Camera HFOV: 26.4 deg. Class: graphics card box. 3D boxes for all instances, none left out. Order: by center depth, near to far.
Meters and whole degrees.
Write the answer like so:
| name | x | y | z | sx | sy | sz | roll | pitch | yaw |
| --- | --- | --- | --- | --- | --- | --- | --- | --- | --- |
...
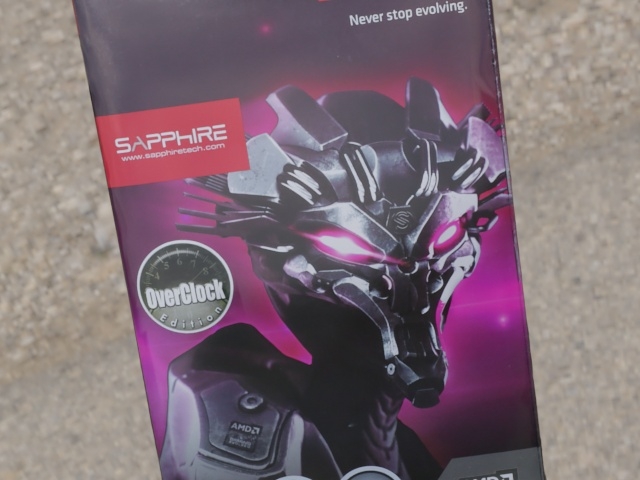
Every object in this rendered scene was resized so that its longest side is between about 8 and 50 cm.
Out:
| name | x | y | z | sx | sy | sz | roll | pitch | yaw |
| --- | --- | --- | --- | --- | --- | --- | --- | --- | --- |
| graphics card box | 0.000 | 0.000 | 0.807 | 0.233 | 0.370 | 0.094 | -7 | 16 | 2 |
